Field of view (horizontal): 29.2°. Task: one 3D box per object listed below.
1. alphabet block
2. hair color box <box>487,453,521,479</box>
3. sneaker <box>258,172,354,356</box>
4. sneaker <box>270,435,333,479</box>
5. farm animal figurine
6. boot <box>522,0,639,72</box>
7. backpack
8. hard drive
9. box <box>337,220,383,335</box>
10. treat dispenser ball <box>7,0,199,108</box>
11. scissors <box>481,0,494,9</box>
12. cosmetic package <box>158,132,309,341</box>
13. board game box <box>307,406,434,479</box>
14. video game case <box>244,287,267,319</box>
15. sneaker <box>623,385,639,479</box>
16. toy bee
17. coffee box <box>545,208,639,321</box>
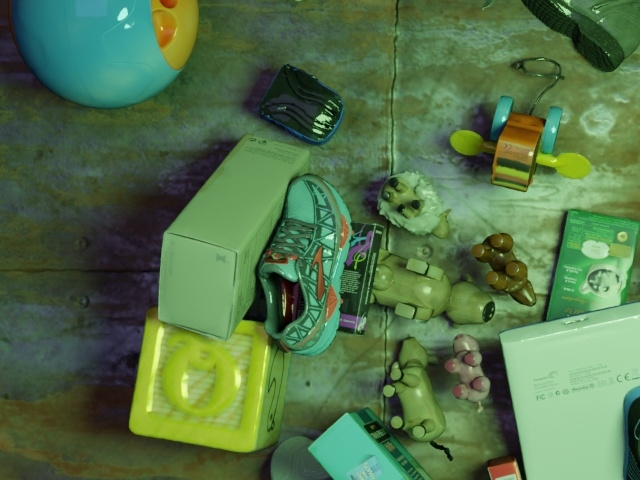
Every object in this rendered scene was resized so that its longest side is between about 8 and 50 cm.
[{"bbox_3d":[-0.158,0.207,1.837,0.193,0.197,0.192,6,85,9],"label":"alphabet block"},{"bbox_3d":[0.272,0.353,1.784,0.043,0.141,0.072,-15,82,7],"label":"hair color box"},{"bbox_3d":[-0.027,0.028,1.725,0.104,0.125,0.262,-6,78,33],"label":"sneaker"},{"bbox_3d":[0.021,0.417,1.836,0.101,0.153,0.268,-34,44,-12],"label":"sneaker"},{"bbox_3d":[0.159,0.106,1.827,0.327,0.172,0.330,36,98,23],"label":"farm animal figurine"},{"bbox_3d":[0.420,-0.385,1.888,0.161,0.083,0.246,-42,79,-10],"label":"boot"},{"bbox_3d":[-0.021,-0.206,1.910,0.120,0.101,0.098,28,90,6],"label":"backpack"},{"bbox_3d":[0.382,0.249,1.740,0.210,0.040,0.318,-13,116,3],"label":"hard drive"},{"bbox_3d":[0.025,0.050,1.782,0.116,0.029,0.162,9,87,35],"label":"box"},{"bbox_3d":[-0.328,-0.345,1.876,0.288,0.288,0.288,-1,84,8],"label":"treat dispenser ball"},{"bbox_3d":[0.316,-0.448,1.864,0.297,0.021,0.109,-36,73,-22],"label":"scissors"},{"bbox_3d":[-0.121,-0.013,1.785,0.113,0.309,0.160,17,123,11],"label":"cosmetic package"},{"bbox_3d":[0.137,0.391,1.744,0.079,0.254,0.336,-43,79,2],"label":"board game box"},{"bbox_3d":[-0.110,0.063,1.938,0.166,0.015,0.119,7,86,9],"label":"video game case"},{"bbox_3d":[0.466,0.317,1.702,0.081,0.090,0.232,-15,115,4],"label":"sneaker"},{"bbox_3d":[0.310,-0.134,1.818,0.195,0.298,0.162,26,128,29],"label":"toy bee"},{"bbox_3d":[0.409,0.052,1.848,0.113,0.040,0.184,10,85,10],"label":"coffee box"}]
